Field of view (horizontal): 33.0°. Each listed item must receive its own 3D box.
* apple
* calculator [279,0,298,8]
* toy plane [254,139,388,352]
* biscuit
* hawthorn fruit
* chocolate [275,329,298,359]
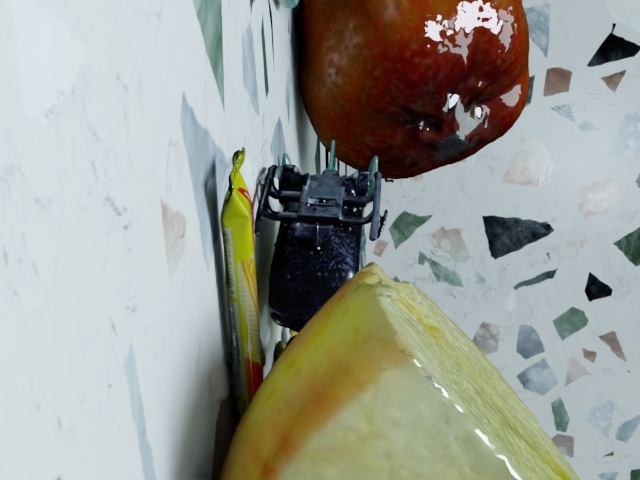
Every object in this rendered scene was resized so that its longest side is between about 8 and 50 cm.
[{"bbox_3d":[0.063,0.175,0.676,0.309,0.252,0.314,-65,161,-85],"label":"apple"},{"bbox_3d":[-0.036,-0.279,1.019,0.153,0.021,0.095,76,13,-72],"label":"calculator"},{"bbox_3d":[0.000,0.000,0.953,0.382,0.106,0.155,-85,178,-61],"label":"toy plane"},{"bbox_3d":[-0.049,0.083,0.728,0.048,0.026,0.292,-96,-177,-66],"label":"biscuit"},{"bbox_3d":[0.105,-0.230,1.249,0.295,0.295,0.311,73,13,-73],"label":"hawthorn fruit"},{"bbox_3d":[0.032,0.293,1.063,0.162,0.162,0.446,-80,172,-67],"label":"chocolate"}]
